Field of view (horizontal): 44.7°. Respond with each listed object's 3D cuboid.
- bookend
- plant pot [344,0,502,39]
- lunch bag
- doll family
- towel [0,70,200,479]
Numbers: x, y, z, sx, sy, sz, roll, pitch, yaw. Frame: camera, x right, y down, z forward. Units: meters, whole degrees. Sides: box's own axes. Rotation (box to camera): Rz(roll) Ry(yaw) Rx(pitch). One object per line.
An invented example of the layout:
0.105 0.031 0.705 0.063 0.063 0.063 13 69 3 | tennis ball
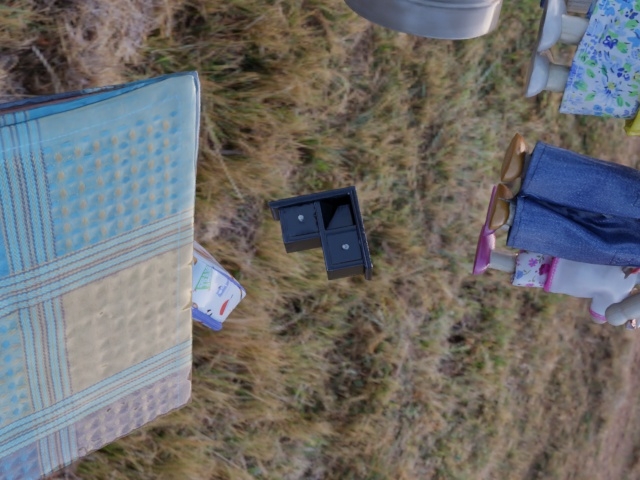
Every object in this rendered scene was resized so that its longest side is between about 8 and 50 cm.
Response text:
0.000 0.000 1.363 0.157 0.072 0.156 -10 70 0 | bookend
0.220 -0.582 1.497 0.323 0.323 0.280 -21 136 -36 | plant pot
-0.287 0.026 1.373 0.115 0.303 0.243 -53 157 -4 | lunch bag
0.178 -0.036 0.397 0.118 0.163 0.263 -65 165 -56 | doll family
-0.223 0.052 0.651 0.271 0.040 0.370 -21 132 -35 | towel
